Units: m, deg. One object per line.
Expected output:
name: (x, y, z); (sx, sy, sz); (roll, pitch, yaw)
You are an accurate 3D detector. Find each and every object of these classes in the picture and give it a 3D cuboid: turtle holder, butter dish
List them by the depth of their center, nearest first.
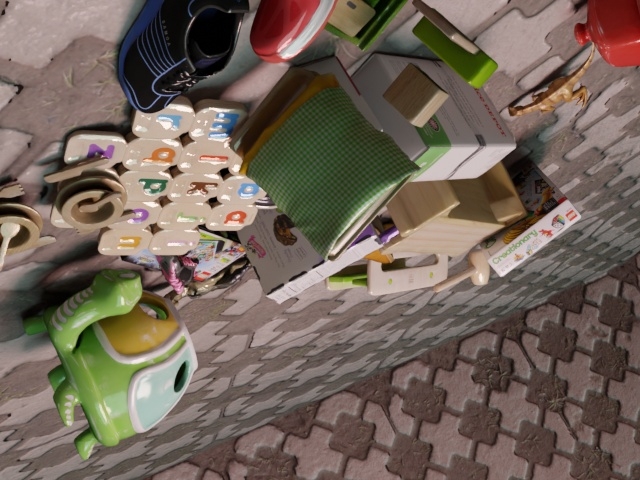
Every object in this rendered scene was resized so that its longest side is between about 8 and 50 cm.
butter dish: (0.440, -0.323, 1.250); (0.118, 0.160, 0.160); (-11, 169, 26)
turtle holder: (-0.334, 0.167, 1.344); (0.227, 0.243, 0.320); (-23, 117, -18)

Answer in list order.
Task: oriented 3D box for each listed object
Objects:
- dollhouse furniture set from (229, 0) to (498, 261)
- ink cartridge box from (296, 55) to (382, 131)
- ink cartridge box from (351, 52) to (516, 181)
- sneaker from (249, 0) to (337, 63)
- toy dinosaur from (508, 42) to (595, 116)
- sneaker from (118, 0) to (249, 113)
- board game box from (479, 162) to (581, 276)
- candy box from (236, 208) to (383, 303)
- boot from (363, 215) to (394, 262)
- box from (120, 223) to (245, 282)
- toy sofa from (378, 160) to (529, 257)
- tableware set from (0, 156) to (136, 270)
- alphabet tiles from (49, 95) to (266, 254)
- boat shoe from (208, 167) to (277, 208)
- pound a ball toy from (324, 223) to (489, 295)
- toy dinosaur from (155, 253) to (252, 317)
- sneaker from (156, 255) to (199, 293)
dollhouse furniture set: (0.014, -0.146, 0.919); (0.301, 0.197, 0.151); (-49, 157, 17)
ink cartridge box: (0.004, -0.139, 1.122); (0.072, 0.127, 0.175); (-23, 161, -21)
ink cartridge box: (0.156, -0.171, 1.192); (0.219, 0.160, 0.092); (-6, 152, -46)
sneaker: (-0.031, -0.279, 0.751); (0.128, 0.087, 0.221); (18, 102, -50)
toy dinosaur: (0.428, -0.268, 1.459); (0.112, 0.064, 0.211); (-1, 147, -50)
sneaker: (-0.141, -0.191, 0.849); (0.081, 0.090, 0.232); (-14, 156, -34)
board game box: (0.411, -0.051, 1.738); (0.193, 0.053, 0.305); (-39, -167, 13)
candy box: (-0.027, -0.020, 1.326); (0.196, 0.165, 0.070); (-30, 159, 7)
boot: (0.000, 0.001, 1.512); (0.211, 0.104, 0.295); (-26, 150, 13)
box: (-0.210, 0.008, 1.320); (0.114, 0.036, 0.207); (-34, 155, 18)
toy sofa: (0.222, -0.077, 1.541); (0.177, 0.150, 0.362); (-33, 161, 29)
tableware set: (-0.330, -0.023, 1.025); (0.194, 0.039, 0.128); (-18, 147, -5)
alphabet tiles: (-0.197, -0.075, 1.079); (0.278, 0.021, 0.284); (0, 141, -27)
boat shoe: (-0.095, -0.090, 1.194); (0.206, 0.075, 0.065); (-7, 153, -33)
pound a ball toy: (0.187, 0.032, 1.742); (0.208, 0.136, 0.319); (4, -174, 42)
toy dinosaur: (-0.175, 0.060, 1.501); (0.268, 0.064, 0.118); (-19, 163, -31)
sneaker: (-0.215, 0.038, 1.287); (0.057, 0.047, 0.119); (-33, 163, -14)
